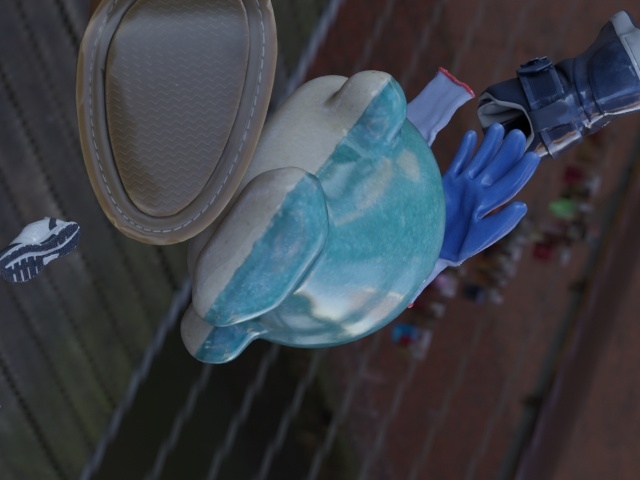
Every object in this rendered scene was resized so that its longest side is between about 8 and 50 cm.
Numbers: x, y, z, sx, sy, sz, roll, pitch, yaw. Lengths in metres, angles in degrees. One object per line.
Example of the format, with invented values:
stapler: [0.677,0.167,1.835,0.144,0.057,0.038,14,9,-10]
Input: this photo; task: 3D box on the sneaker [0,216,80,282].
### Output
sneaker: [-0.288,0.008,1.920,0.109,0.044,0.040,-30,132,-47]

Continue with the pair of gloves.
pair of gloves: [0.076,-0.049,1.496,0.159,0.198,0.023,-46,137,6]

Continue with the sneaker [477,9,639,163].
sneaker: [0.219,-0.131,1.713,0.086,0.163,0.226,63,9,-4]

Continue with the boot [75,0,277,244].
boot: [-0.099,-0.123,1.127,0.220,0.109,0.283,135,-51,-75]

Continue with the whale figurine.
whale figurine: [0.000,0.000,1.195,0.216,0.141,0.272,-54,180,10]
